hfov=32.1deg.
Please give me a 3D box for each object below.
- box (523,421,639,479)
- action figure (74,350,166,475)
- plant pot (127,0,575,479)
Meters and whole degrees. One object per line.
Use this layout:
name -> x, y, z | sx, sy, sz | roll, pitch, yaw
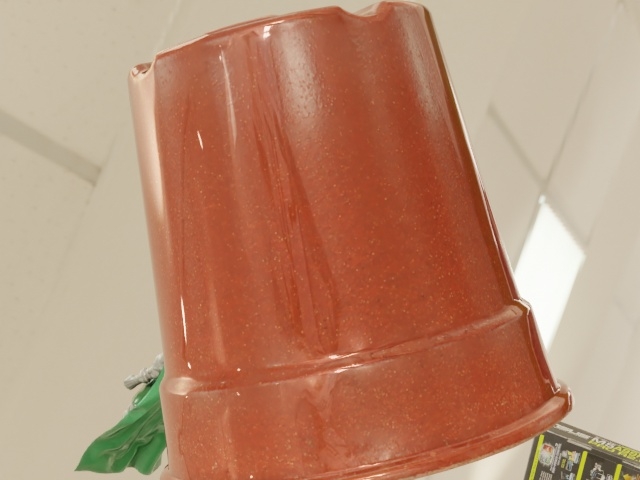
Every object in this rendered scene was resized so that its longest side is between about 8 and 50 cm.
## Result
box -> 0.380, 0.414, 1.560 | 0.060, 0.216, 0.270 | -6, -70, -57
action figure -> -0.188, 0.179, 1.314 | 0.137, 0.063, 0.232 | 6, -54, -54
plant pot -> 0.000, 0.000, 0.718 | 0.272, 0.272, 0.265 | -15, -87, -57
